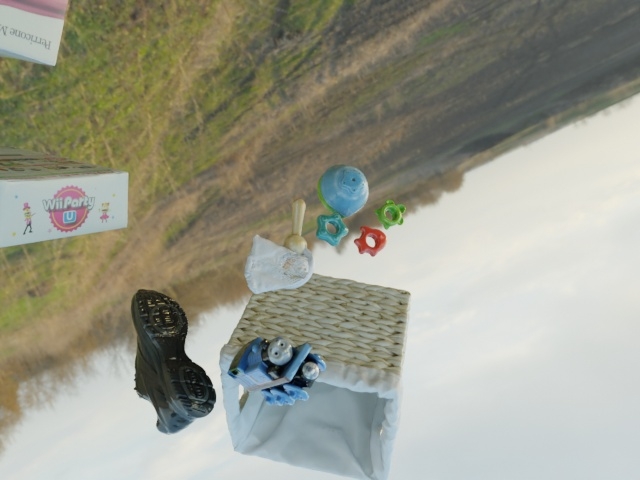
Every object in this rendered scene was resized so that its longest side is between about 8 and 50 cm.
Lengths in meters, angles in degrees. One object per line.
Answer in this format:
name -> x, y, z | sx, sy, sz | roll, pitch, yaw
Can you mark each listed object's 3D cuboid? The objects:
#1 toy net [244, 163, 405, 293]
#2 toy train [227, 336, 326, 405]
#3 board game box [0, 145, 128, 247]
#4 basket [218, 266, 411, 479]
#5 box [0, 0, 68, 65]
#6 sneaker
toy net -> 0.000, 0.000, 0.819 | 0.232, 0.122, 0.045 | -43, -178, -27
toy train -> -0.068, 0.195, 1.004 | 0.080, 0.105, 0.184 | -57, -169, -28
board game box -> -0.487, -0.081, 1.027 | 0.303, 0.098, 0.224 | 14, -165, 31
basket -> 0.007, 0.259, 1.299 | 0.331, 0.328, 0.266 | 10, -136, 11
box -> -0.319, -0.299, 0.611 | 0.126, 0.233, 0.148 | 18, -172, 32
sneaker -> -0.294, 0.215, 1.191 | 0.109, 0.286, 0.130 | 15, 129, -47
